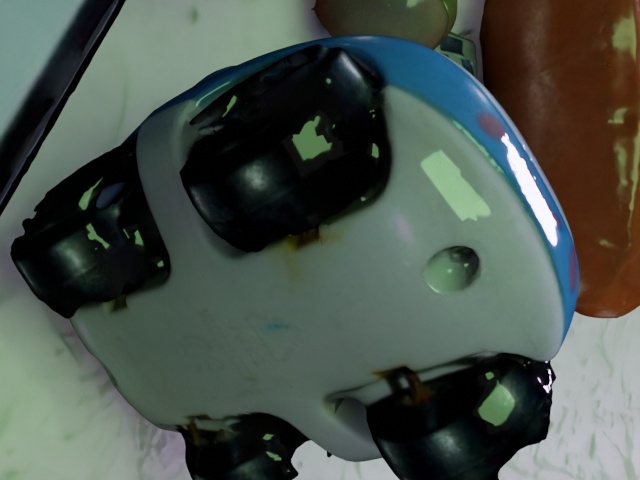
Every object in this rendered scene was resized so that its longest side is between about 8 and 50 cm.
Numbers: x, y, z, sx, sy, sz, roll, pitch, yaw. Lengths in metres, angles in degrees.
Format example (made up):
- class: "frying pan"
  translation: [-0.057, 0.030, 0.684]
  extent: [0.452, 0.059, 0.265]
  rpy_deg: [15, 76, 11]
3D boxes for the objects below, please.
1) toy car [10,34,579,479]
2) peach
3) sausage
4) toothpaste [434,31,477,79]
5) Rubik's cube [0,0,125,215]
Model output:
- class: "toy car"
  translation: [0.000, 0.000, 0.554]
  extent: [0.188, 0.255, 0.190]
  rpy_deg: [54, 44, -17]
- class: "peach"
  translation: [0.037, -0.140, 0.687]
  extent: [0.083, 0.083, 0.083]
  rpy_deg: [4, 82, -33]
- class: "sausage"
  translation: [0.166, -0.081, 0.735]
  extent: [0.133, 0.133, 0.258]
  rpy_deg: [6, 81, -33]
- class: "toothpaste"
  translation: [0.077, -0.032, 0.726]
  extent: [0.057, 0.035, 0.197]
  rpy_deg: [8, 77, -43]
- class: "Rubik's cube"
  translation: [-0.231, -0.090, 0.404]
  extent: [0.250, 0.248, 0.246]
  rpy_deg: [35, 66, -26]
